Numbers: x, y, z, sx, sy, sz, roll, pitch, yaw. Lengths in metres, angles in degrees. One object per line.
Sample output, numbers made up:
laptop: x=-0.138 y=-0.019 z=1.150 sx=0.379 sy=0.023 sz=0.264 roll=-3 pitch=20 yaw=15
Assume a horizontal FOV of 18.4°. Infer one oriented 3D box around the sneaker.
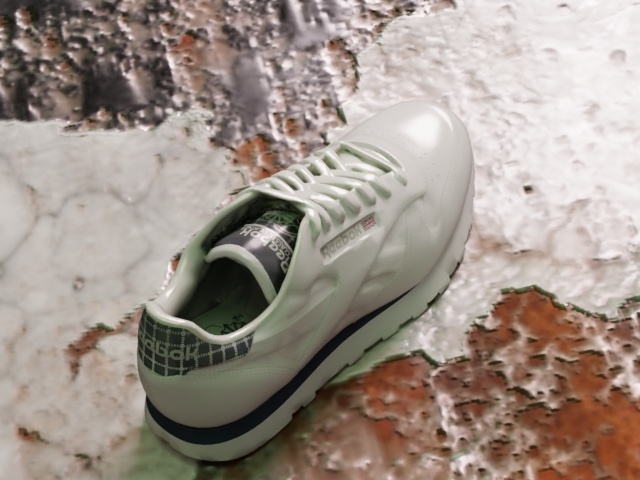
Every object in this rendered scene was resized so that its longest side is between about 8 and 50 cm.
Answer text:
sneaker: x=0.000 y=0.000 z=0.950 sx=0.090 sy=0.095 sz=0.235 roll=22 pitch=53 yaw=28
